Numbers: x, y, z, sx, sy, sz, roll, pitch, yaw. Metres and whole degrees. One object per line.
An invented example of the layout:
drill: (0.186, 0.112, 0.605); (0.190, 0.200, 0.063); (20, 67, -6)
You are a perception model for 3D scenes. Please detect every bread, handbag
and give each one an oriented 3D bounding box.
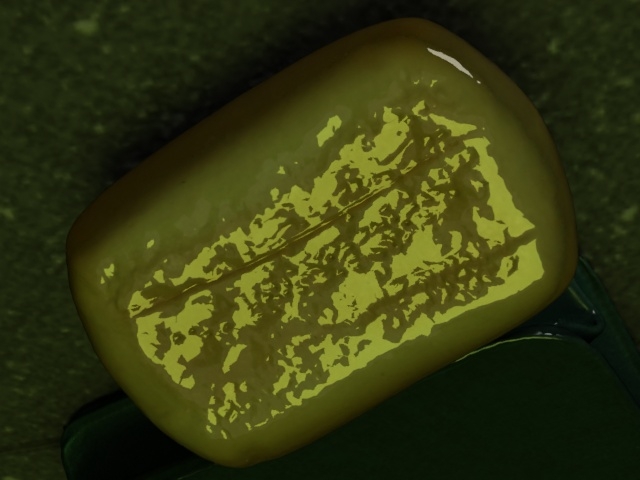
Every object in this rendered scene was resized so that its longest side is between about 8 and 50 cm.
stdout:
bread: (0.000, 0.000, 0.481); (0.217, 0.098, 0.147); (-27, 106, 16)
handbag: (0.030, 0.142, 0.619); (0.326, 0.089, 0.238); (-25, 128, 16)
